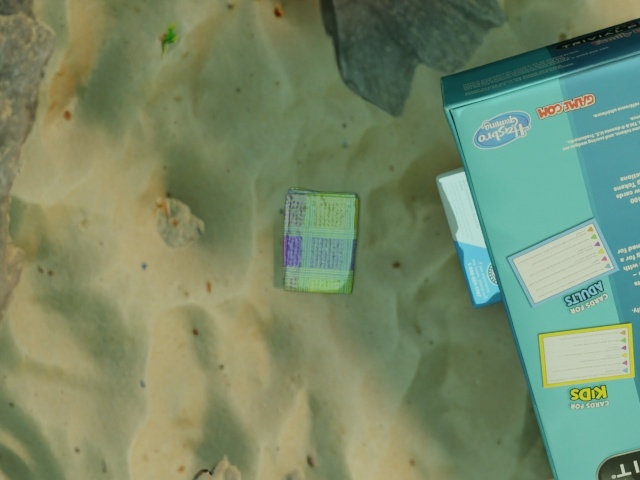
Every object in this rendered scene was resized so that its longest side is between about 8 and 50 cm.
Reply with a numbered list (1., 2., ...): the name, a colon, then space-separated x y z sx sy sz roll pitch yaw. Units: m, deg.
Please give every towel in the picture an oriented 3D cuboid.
1. towel: 0.000 0.000 0.913 0.060 0.009 0.083 3 91 9

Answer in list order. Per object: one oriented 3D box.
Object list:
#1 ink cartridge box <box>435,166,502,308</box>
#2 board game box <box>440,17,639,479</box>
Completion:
1. ink cartridge box: 0.188 -0.025 0.852 0.181 0.061 0.104 -17 88 10
2. board game box: 0.248 0.018 0.772 0.253 0.079 0.336 -15 111 10
